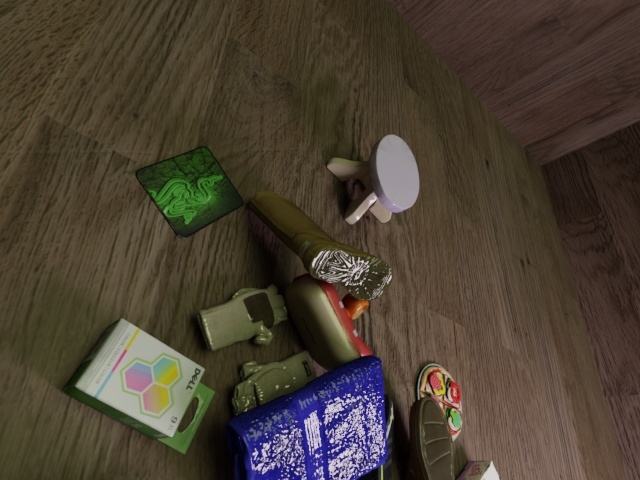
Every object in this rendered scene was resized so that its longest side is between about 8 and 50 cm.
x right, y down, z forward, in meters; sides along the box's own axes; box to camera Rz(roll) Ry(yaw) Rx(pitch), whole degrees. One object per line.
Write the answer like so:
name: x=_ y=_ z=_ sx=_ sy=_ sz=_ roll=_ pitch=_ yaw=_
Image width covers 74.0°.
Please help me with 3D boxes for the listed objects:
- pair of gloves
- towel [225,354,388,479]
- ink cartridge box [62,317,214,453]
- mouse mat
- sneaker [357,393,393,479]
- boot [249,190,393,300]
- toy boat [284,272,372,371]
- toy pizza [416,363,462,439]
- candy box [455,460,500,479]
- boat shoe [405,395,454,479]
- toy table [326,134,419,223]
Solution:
pair of gloves: x=-0.114 y=0.206 z=0.794 sx=0.204 sy=0.042 sz=0.239 roll=-24 pitch=89 yaw=-53
towel: x=-0.003 y=0.344 z=0.711 sx=0.309 sy=0.076 sz=0.227 roll=-14 pitch=109 yaw=-38
ink cartridge box: x=-0.247 y=0.220 z=0.632 sx=0.209 sy=0.062 sz=0.108 roll=42 pitch=44 yaw=-23
mouse mat: x=-0.250 y=-0.102 z=0.847 sx=0.152 sy=0.007 sz=0.190 roll=57 pitch=42 yaw=-7
sneaker: x=0.108 y=0.441 z=0.889 sx=0.097 sy=0.084 sz=0.234 roll=62 pitch=35 yaw=-39
boot: x=0.000 y=0.000 z=0.882 sx=0.236 sy=0.089 sz=0.269 roll=29 pitch=8 yaw=-40
toy boat: x=0.039 y=0.159 z=0.877 sx=0.151 sy=0.151 sz=0.230 roll=-27 pitch=90 yaw=-30
toy pizza: x=0.328 y=0.431 z=1.136 sx=0.201 sy=0.032 sz=0.201 roll=23 pitch=54 yaw=-37
candy box: x=0.405 y=0.682 z=1.051 sx=0.165 sy=0.070 sz=0.196 roll=-12 pitch=79 yaw=-48
boat shoe: x=0.233 y=0.512 z=0.945 sx=0.111 sy=0.104 sz=0.306 roll=10 pitch=64 yaw=-33
toy table: x=0.155 y=-0.162 z=1.180 sx=0.252 sy=0.161 sz=0.274 roll=50 pitch=41 yaw=-13
